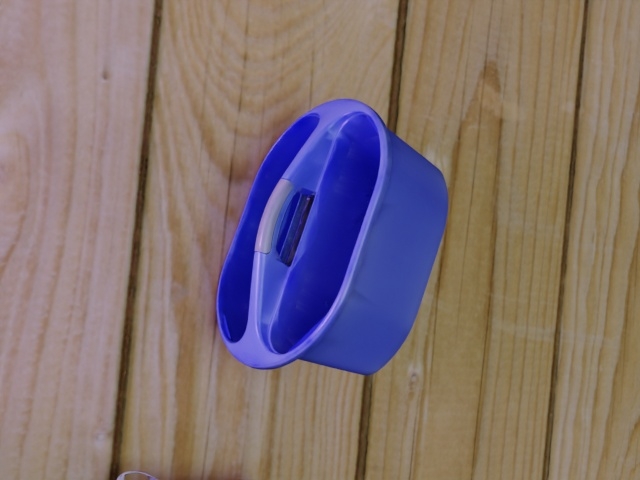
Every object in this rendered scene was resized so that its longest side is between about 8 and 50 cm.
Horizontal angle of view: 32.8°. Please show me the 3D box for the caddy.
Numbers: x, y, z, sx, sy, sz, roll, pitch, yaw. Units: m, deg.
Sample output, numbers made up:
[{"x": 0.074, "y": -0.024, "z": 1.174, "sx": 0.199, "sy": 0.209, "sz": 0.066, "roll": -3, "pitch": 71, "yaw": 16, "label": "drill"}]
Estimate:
[{"x": 0.000, "y": 0.000, "z": 1.304, "sx": 0.179, "sy": 0.241, "sz": 0.341, "roll": 26, "pitch": 77, "yaw": -37, "label": "caddy"}]

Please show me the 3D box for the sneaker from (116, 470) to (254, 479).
[{"x": -0.164, "y": 0.439, "z": 1.238, "sx": 0.210, "sy": 0.137, "sz": 0.365, "roll": 20, "pitch": 57, "yaw": -28, "label": "sneaker"}]
